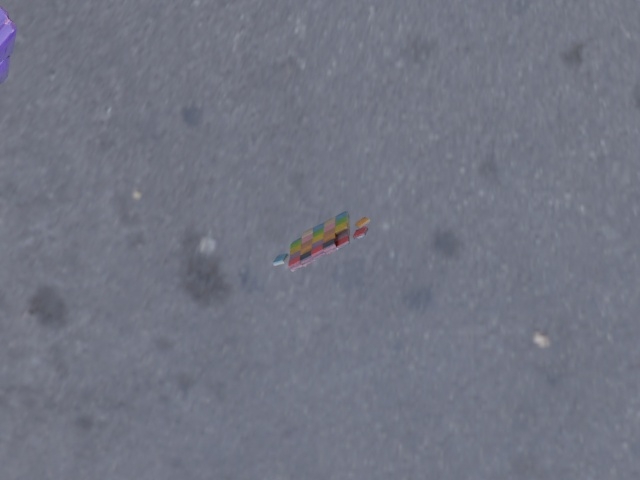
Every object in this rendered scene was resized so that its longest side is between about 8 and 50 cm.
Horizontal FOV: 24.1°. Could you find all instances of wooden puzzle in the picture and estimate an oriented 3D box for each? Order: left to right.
[{"bbox_3d":[0.000,0.000,1.120,0.083,0.049,0.006,-27,112,13],"label":"wooden puzzle"}]

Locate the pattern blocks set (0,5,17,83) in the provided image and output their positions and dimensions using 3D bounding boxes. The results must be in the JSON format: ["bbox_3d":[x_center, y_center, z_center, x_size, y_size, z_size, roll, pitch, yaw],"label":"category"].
[{"bbox_3d":[-0.201,0.051,0.396,0.026,0.285,0.325,42,85,-1],"label":"pattern blocks set"}]
